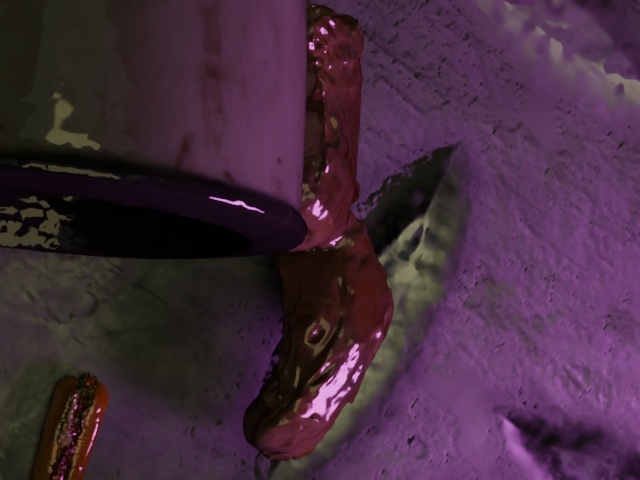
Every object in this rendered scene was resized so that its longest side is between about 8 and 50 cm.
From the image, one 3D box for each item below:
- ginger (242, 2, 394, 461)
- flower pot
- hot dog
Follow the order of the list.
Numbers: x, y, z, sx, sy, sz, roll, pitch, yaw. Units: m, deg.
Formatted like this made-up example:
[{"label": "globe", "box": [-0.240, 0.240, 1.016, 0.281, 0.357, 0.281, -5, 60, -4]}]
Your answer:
[{"label": "ginger", "box": [0.000, -0.002, 1.216, 0.084, 0.122, 0.290, 3, 92, 14]}, {"label": "flower pot", "box": [-0.141, -0.168, 1.076, 0.294, 0.293, 0.330, 7, 83, -18]}, {"label": "hot dog", "box": [-0.156, 0.123, 1.204, 0.037, 0.021, 0.083, 15, 87, -18]}]
